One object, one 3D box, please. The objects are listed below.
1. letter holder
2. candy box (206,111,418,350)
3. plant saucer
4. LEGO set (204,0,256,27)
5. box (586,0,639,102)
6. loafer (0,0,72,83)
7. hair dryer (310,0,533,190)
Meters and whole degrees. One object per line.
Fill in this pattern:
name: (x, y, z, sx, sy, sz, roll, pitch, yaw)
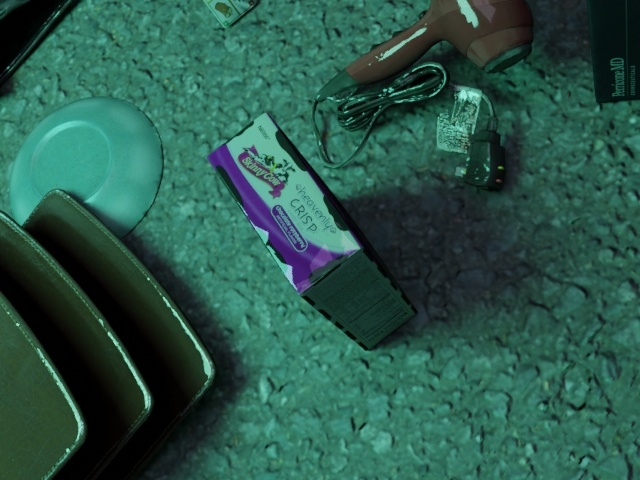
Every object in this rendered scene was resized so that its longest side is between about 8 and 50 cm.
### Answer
letter holder: (-0.278, 0.093, 1.061, 0.302, 0.152, 0.214, 45, 100, 24)
candy box: (0.000, 0.000, 0.984, 0.071, 0.233, 0.159, -36, 67, 3)
plant saucer: (-0.274, -0.081, 1.200, 0.194, 0.037, 0.195, -5, 70, 15)
LEGO set: (-0.114, -0.385, 1.166, 0.182, 0.244, 0.060, -41, 34, 0)
box: (0.384, -0.267, 0.897, 0.312, 0.343, 0.179, -1, 74, 16)
loafer: (-0.402, -0.219, 1.249, 0.095, 0.109, 0.303, 30, 80, 19)
hair dryer: (0.099, -0.201, 1.056, 0.223, 0.080, 0.294, 13, 99, 18)
